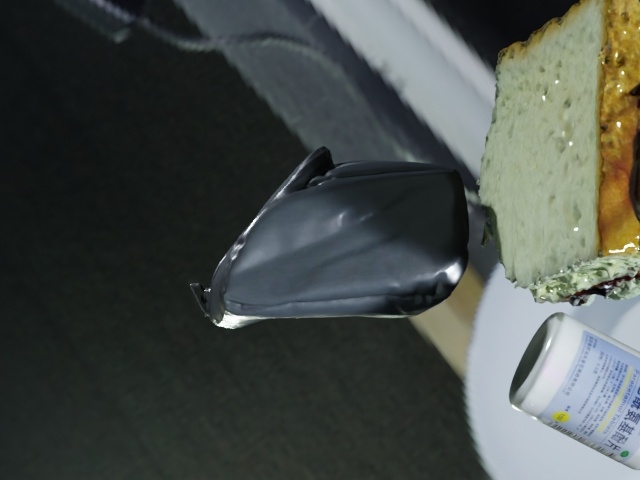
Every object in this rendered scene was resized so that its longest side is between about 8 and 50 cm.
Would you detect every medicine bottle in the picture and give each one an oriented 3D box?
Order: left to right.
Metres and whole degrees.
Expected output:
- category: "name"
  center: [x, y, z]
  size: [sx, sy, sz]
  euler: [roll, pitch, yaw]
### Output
- category: "medicine bottle"
  center: [0.279, 0.151, 1.627]
  size: [0.186, 0.103, 0.103]
  euler: [28, -42, -3]

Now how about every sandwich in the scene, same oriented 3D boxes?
- category: "sandwich"
  center: [0.254, -0.076, 1.609]
  size: [0.325, 0.131, 0.262]
  euler: [146, -52, -69]

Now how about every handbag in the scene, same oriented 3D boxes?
- category: "handbag"
  center: [0.001, -0.003, 1.819]
  size: [0.302, 0.275, 0.178]
  euler: [139, -51, -83]
